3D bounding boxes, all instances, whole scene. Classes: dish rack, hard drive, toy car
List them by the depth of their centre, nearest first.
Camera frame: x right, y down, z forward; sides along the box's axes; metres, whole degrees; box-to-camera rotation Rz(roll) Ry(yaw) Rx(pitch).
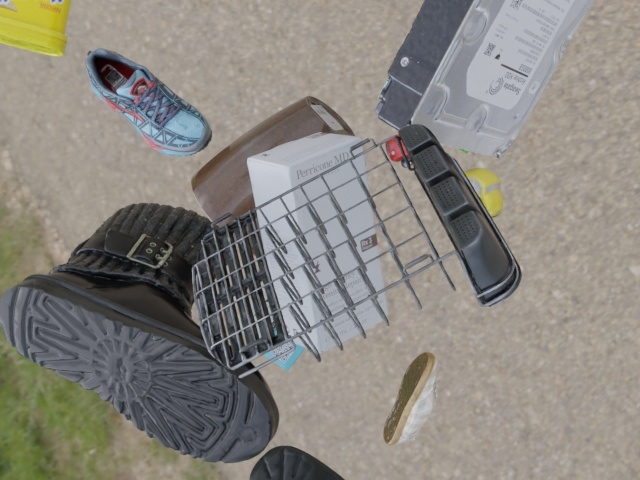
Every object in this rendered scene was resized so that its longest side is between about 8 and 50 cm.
[{"bbox_3d":[0.017,0.014,0.856,0.271,0.208,0.074,-27,129,6],"label":"dish rack"},{"bbox_3d":[0.211,-0.259,1.044,0.064,0.237,0.339,39,109,32],"label":"hard drive"},{"bbox_3d":[0.248,-0.171,1.716,0.239,0.225,0.053,31,136,-6],"label":"toy car"}]

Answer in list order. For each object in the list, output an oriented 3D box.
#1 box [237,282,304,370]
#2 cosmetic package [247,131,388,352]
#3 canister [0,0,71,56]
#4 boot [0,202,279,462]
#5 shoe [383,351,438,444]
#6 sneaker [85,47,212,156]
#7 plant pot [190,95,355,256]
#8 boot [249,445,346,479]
[{"bbox_3d":[-0.073,0.132,1.575,0.060,0.100,0.244,38,176,-15],"label":"box"},{"bbox_3d":[0.000,0.000,1.128,0.085,0.117,0.231,16,123,48],"label":"cosmetic package"},{"bbox_3d":[-0.367,-0.329,1.195,0.073,0.126,0.170,10,88,65],"label":"canister"},{"bbox_3d":[-0.160,0.086,1.111,0.348,0.260,0.131,29,120,12],"label":"boot"},{"bbox_3d":[0.178,0.294,1.773,0.058,0.076,0.219,13,123,-13],"label":"shoe"},{"bbox_3d":[-0.306,-0.238,1.655,0.262,0.125,0.104,34,83,6],"label":"sneaker"},{"bbox_3d":[-0.058,-0.117,1.567,0.215,0.215,0.230,48,111,15],"label":"plant pot"},{"bbox_3d":[0.045,0.308,0.929,0.236,0.085,0.178,31,157,33],"label":"boot"}]
